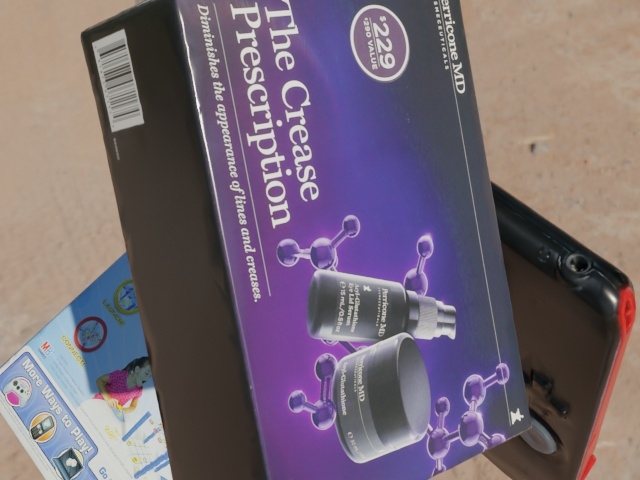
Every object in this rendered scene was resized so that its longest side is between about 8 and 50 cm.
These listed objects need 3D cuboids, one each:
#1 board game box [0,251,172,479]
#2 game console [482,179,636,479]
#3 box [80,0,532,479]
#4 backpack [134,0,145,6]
[{"bbox_3d":[-0.178,0.176,1.110,0.302,0.086,0.308,-43,65,-2],"label":"board game box"},{"bbox_3d":[0.064,0.023,0.777,0.060,0.342,0.386,-42,61,-16],"label":"game console"},{"bbox_3d":[0.000,0.000,0.526,0.184,0.261,0.103,-16,7,-39],"label":"box"},{"bbox_3d":[-0.142,-0.276,1.261,0.191,0.253,0.225,-7,26,-7],"label":"backpack"}]
